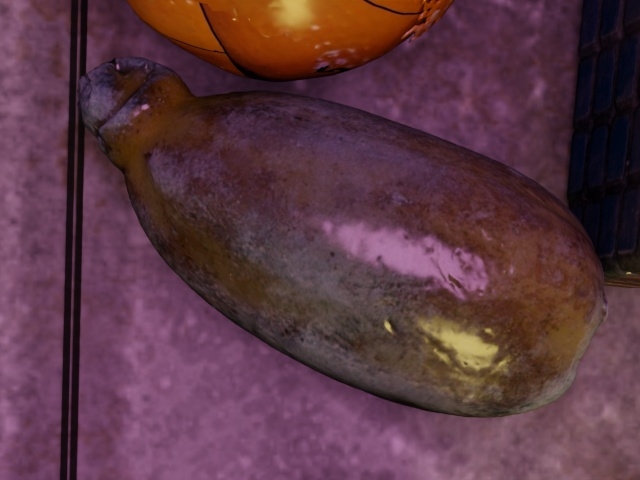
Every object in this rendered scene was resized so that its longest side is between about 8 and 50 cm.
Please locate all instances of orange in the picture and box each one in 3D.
[{"bbox_3d":[-0.016,-0.202,1.021,0.235,0.182,0.234,0,91,-13],"label":"orange"}]

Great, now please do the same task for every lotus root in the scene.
[{"bbox_3d":[0.000,0.000,1.026,0.322,0.158,0.140,22,68,0],"label":"lotus root"}]

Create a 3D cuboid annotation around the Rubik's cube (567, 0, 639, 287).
[{"bbox_3d":[0.280,-0.082,1.022,0.238,0.237,0.236,7,88,-7],"label":"Rubik's cube"}]
